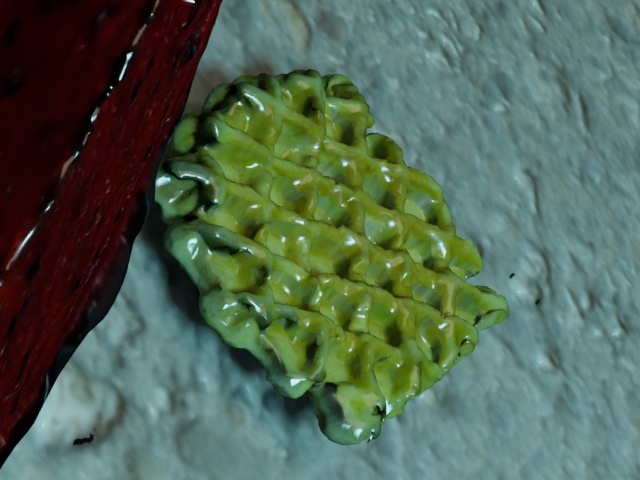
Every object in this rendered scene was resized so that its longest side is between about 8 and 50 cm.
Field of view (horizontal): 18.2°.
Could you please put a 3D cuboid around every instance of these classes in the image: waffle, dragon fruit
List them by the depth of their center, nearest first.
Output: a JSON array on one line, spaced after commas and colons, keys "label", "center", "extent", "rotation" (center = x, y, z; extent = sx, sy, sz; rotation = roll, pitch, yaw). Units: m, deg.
[{"label": "dragon fruit", "center": [-0.130, -0.016, 0.871], "extent": [0.100, 0.282, 0.343], "rotation": [22, 67, 5]}, {"label": "waffle", "center": [-0.002, 0.001, 1.105], "extent": [0.204, 0.054, 0.223], "rotation": [56, 38, 0]}]
